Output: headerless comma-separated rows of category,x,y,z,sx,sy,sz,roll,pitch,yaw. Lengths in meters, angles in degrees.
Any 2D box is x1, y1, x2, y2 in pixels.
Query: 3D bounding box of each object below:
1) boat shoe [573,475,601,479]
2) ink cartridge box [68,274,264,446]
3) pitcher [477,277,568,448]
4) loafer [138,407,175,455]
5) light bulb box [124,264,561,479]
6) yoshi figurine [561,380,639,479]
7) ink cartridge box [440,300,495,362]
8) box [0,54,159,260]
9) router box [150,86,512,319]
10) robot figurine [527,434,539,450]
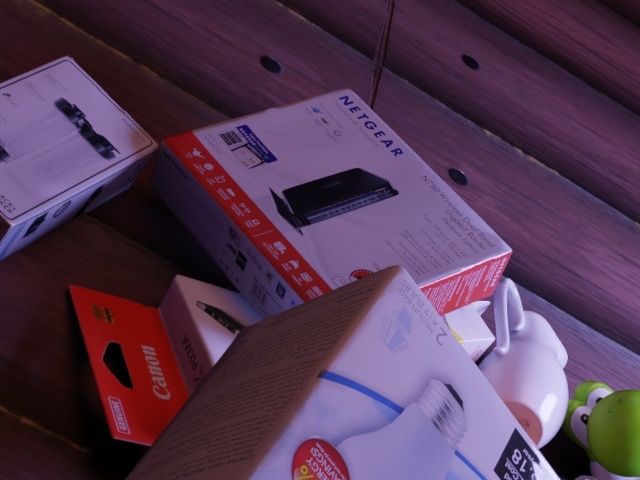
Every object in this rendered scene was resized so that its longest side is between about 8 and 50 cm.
boat shoe,0.321,0.424,1.843,0.111,0.104,0.307,14,44,-19
ink cartridge box,-0.135,0.134,1.720,0.239,0.060,0.275,19,25,-30
pitcher,0.248,0.161,2.018,0.177,0.125,0.207,63,26,-20
loafer,-0.156,0.238,1.648,0.050,0.056,0.148,-5,54,-53
light bulb box,0.023,0.282,1.418,0.358,0.225,0.361,52,41,-14
yoshi figurine,0.455,0.318,2.003,0.362,0.203,0.203,42,42,8
ink cartridge box,0.135,0.137,1.968,0.198,0.115,0.067,-3,51,-43
box,-0.338,-0.094,1.818,0.169,0.087,0.290,44,36,6
router box,0.010,-0.027,1.911,0.301,0.082,0.335,-20,54,-36
robot figurine,0.169,0.265,1.855,0.219,0.128,0.158,22,18,-22
